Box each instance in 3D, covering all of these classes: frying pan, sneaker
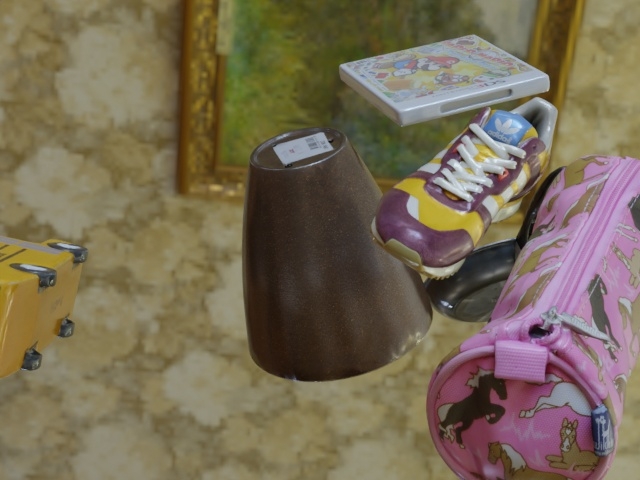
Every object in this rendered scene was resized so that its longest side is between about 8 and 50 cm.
[{"bbox_3d":[0.257,0.021,1.550,0.326,0.197,0.053,-41,-125,45],"label":"frying pan"},{"bbox_3d":[0.095,-0.042,0.815,0.185,0.069,0.084,-38,159,-56],"label":"sneaker"}]

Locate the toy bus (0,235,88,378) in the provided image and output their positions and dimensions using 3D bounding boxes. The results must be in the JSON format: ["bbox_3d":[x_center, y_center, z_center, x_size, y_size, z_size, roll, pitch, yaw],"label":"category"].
[{"bbox_3d":[-0.347,0.064,1.406,0.333,0.130,0.108,-89,-170,-83],"label":"toy bus"}]

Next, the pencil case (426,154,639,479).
[{"bbox_3d":[0.223,0.062,1.138,0.167,0.160,0.386,-30,-169,36],"label":"pencil case"}]

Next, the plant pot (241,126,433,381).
[{"bbox_3d":[0.000,0.000,1.419,0.215,0.215,0.230,-92,171,-63],"label":"plant pot"}]

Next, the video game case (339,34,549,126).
[{"bbox_3d":[0.157,-0.215,1.690,0.227,0.206,0.026,-131,-150,-61],"label":"video game case"}]
